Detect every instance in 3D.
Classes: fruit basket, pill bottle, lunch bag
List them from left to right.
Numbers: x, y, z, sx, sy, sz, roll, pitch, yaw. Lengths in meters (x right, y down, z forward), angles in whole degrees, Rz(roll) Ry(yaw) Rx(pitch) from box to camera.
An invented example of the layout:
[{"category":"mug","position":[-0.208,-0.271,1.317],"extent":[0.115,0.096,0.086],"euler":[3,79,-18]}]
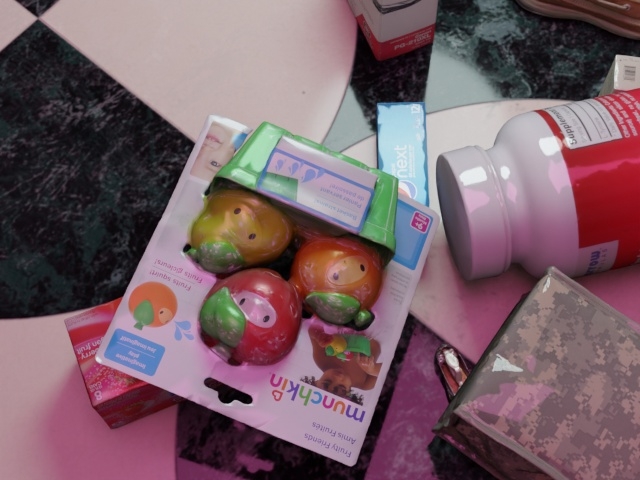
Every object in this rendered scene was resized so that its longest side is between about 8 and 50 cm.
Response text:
[{"category":"fruit basket","position":[-0.048,0.045,1.280],"extent":[0.327,0.165,0.353],"euler":[24,60,-3]},{"category":"lunch bag","position":[0.326,0.214,1.316],"extent":[0.287,0.169,0.235],"euler":[34,70,7]},{"category":"pill bottle","position":[0.370,-0.074,1.414],"extent":[0.408,0.229,0.229],"euler":[-13,66,-4]}]

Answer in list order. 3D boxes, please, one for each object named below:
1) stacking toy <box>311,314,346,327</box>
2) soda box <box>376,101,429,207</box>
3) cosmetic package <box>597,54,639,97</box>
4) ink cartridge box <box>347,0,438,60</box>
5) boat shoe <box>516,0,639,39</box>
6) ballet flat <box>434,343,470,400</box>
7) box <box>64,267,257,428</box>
[{"category":"stacking toy","position":[0.000,0.000,1.454],"extent":[0.221,0.052,0.167],"euler":[40,92,23]},{"category":"soda box","position":[0.115,-0.089,1.514],"extent":[0.071,0.067,0.210],"euler":[0,66,2]},{"category":"cosmetic package","position":[0.427,-0.208,1.533],"extent":[0.041,0.115,0.060],"euler":[8,68,4]},{"category":"ink cartridge box","position":[0.097,-0.405,1.562],"extent":[0.100,0.237,0.172],"euler":[-21,67,-8]},{"category":"boat shoe","position":[0.453,-0.386,1.610],"extent":[0.324,0.116,0.123],"euler":[8,67,5]},{"category":"ballet flat","position":[0.182,0.185,1.406],"extent":[0.041,0.041,0.114],"euler":[-23,68,-9]},{"category":"box","position":[-0.183,0.129,1.394],"extent":[0.257,0.122,0.128],"euler":[-21,68,-8]}]
